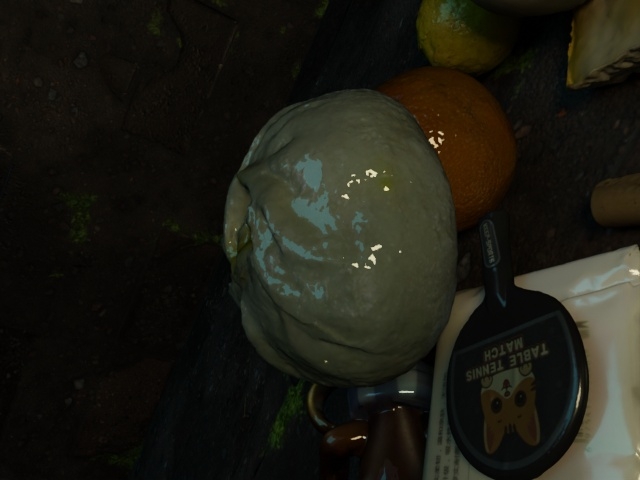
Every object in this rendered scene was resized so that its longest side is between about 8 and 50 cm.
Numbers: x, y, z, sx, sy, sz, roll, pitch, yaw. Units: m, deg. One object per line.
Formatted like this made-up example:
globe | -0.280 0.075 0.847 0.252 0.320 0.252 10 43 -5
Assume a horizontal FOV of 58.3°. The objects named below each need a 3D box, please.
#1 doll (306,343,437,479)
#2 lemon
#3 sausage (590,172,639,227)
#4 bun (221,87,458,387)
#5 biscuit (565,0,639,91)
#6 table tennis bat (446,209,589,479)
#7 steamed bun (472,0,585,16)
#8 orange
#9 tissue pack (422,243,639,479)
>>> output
doll | 0.103 0.260 0.769 0.317 0.209 0.340 -18 50 21
lemon | 0.246 -0.368 0.949 0.180 0.180 0.193 -36 45 52
sausage | 0.385 -0.040 0.522 0.301 0.065 0.066 6 77 65
bun | 0.000 0.000 0.674 0.362 0.211 0.362 176 90 -70
biscuit | 0.439 -0.382 0.606 0.429 0.104 0.446 142 141 -66
table tennis bat | 0.157 0.080 0.489 0.150 0.027 0.236 -41 37 51
steamed bun | 0.267 -0.447 0.710 0.324 0.206 0.324 -165 90 -83
orange | 0.162 -0.125 0.847 0.264 0.264 0.264 -47 33 42
tissue pack | 0.227 0.210 0.501 0.266 0.193 0.357 -29 44 57
